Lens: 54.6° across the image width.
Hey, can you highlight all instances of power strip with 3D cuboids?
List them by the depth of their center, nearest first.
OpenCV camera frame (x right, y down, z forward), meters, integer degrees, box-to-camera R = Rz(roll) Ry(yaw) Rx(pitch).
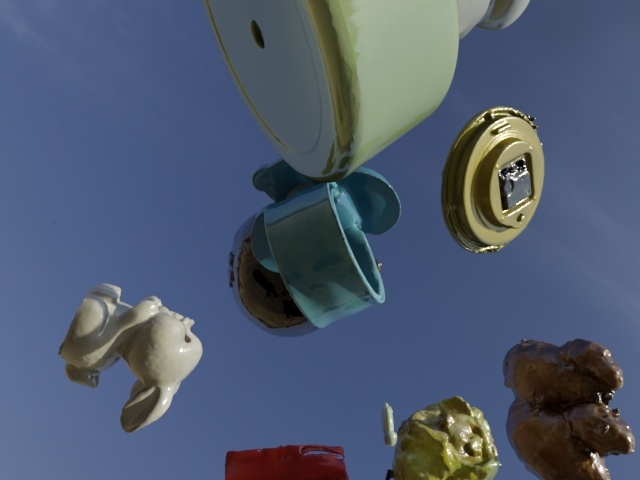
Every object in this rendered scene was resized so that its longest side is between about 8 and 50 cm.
[{"bbox_3d":[0.128,0.334,1.121,0.035,0.083,0.055,-2,-57,-1],"label":"power strip"}]

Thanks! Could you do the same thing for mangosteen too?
[{"bbox_3d":[-0.029,0.058,1.215,0.302,0.275,0.275,-3,-68,-12],"label":"mangosteen"}]

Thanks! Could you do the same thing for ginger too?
[{"bbox_3d":[0.526,0.371,1.320,0.274,0.152,0.357,-20,-123,43],"label":"ginger"}]

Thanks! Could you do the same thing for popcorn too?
[{"bbox_3d":[0.169,0.314,0.877,0.142,0.173,0.173,26,-62,17],"label":"popcorn"}]

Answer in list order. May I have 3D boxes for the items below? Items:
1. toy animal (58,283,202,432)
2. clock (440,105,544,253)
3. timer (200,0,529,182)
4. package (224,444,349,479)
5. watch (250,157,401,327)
[{"bbox_3d":[-0.286,0.165,0.924,0.193,0.127,0.178,33,-95,-9],"label":"toy animal"},{"bbox_3d":[0.282,-0.088,0.957,0.057,0.237,0.237,18,-60,51],"label":"clock"},{"bbox_3d":[0.074,-0.245,0.584,0.291,0.315,0.291,53,-20,29],"label":"timer"},{"bbox_3d":[-0.029,0.509,0.959,0.196,0.123,0.423,-5,-66,2],"label":"package"},{"bbox_3d":[0.000,0.000,0.769,0.211,0.193,0.211,-3,-54,-4],"label":"watch"}]
